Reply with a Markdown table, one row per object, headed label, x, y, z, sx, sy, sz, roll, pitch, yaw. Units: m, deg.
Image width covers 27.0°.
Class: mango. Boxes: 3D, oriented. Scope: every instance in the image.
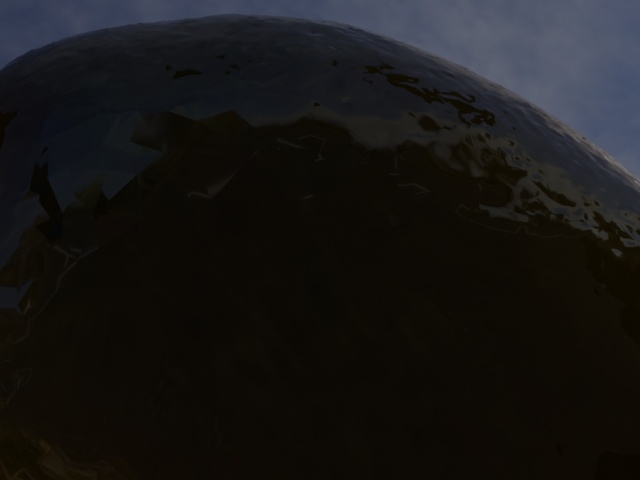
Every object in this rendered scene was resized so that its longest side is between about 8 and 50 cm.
| label | x | y | z | sx | sy | sz | roll | pitch | yaw |
| --- | --- | --- | --- | --- | --- | --- | --- | --- | --- |
| mango | 0.013 | 0.057 | 0.432 | 0.253 | 0.365 | 0.182 | -48 | -31 | -22 |
